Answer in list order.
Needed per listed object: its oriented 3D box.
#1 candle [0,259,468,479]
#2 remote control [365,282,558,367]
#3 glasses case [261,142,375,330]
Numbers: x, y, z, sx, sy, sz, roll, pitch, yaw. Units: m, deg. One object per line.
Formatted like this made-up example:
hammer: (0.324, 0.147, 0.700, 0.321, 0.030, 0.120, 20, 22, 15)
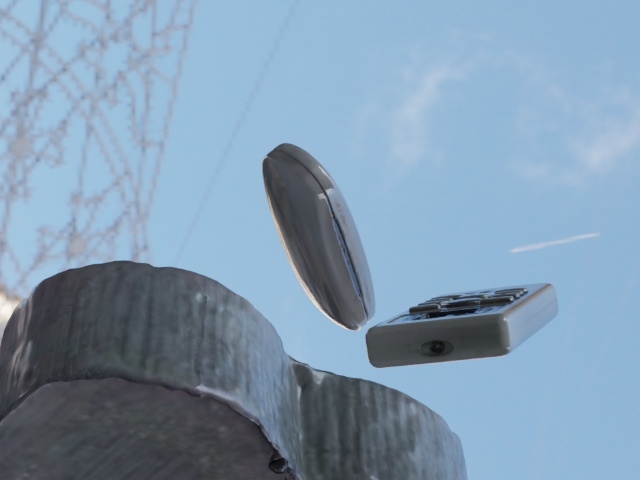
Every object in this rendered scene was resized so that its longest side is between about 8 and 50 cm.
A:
candle: (-0.046, 0.098, 0.526, 0.168, 0.192, 0.068, -39, -150, 31)
remote control: (0.094, 0.050, 0.913, 0.087, 0.190, 0.029, -7, -88, 19)
glasses case: (0.000, 0.000, 1.230, 0.076, 0.049, 0.197, 35, -25, 42)
